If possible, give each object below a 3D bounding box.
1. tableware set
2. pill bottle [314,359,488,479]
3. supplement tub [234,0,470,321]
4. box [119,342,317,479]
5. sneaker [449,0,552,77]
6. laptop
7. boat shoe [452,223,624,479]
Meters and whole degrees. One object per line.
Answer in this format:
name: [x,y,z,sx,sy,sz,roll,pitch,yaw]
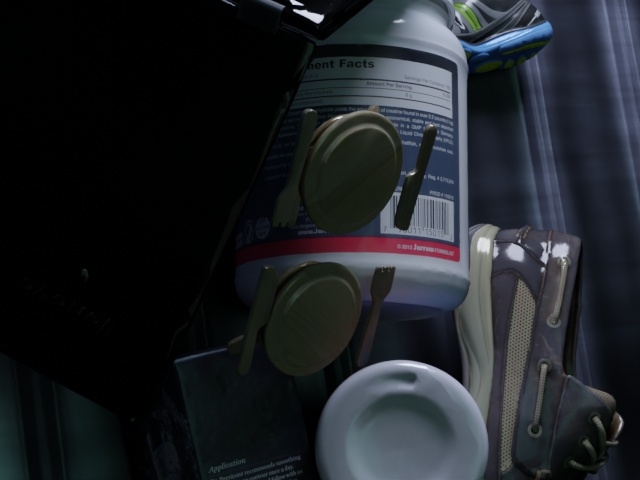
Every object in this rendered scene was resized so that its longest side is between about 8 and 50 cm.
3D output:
tableware set: [0.000,0.000,0.828,0.128,0.039,0.194,2,109,-43]
pill bottle: [0.058,0.158,0.931,0.124,0.221,0.124,0,82,0]
supplement tub: [0.026,-0.075,0.982,0.191,0.191,0.272,6,78,-27]
box: [-0.080,0.161,0.903,0.093,0.156,0.158,-11,86,-28]
sneaker: [0.133,-0.200,1.142,0.188,0.067,0.078,-14,67,-27]
laptop: [-0.167,-0.148,0.879,0.382,0.236,0.408,26,38,13]
boat shoe: [0.192,0.155,1.037,0.132,0.130,0.355,17,67,-70]
